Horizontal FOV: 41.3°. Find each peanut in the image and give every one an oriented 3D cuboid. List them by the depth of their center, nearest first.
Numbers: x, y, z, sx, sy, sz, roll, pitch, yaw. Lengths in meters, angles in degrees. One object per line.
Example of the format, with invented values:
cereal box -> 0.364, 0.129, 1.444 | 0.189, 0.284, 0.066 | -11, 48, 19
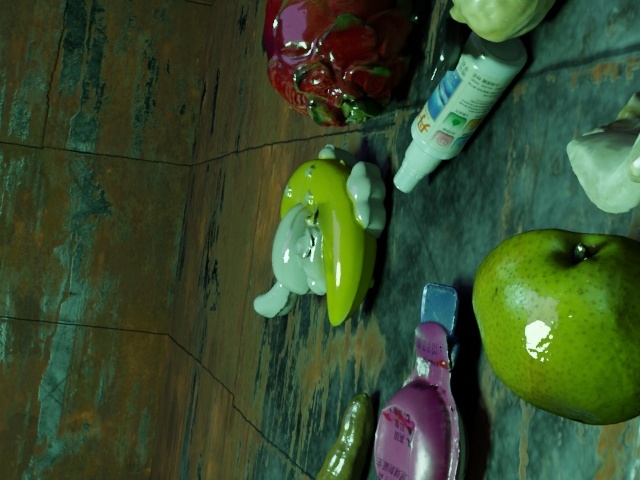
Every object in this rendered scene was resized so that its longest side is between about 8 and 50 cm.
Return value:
peanut -> 0.161, -0.304, 0.739 | 0.101, 0.117, 0.263 | 16, -97, -76

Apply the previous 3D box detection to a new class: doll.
doll -> 0.000, 0.000, 1.114 | 0.237, 0.111, 0.252 | 17, 98, 56

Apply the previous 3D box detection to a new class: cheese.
cheese -> 0.102, 0.163, 0.812 | 0.155, 0.062, 0.245 | -176, 94, -71

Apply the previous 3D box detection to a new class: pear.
pear -> 0.163, 0.063, 0.539 | 0.141, 0.141, 0.104 | 127, 163, -56

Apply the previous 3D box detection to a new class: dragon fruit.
dragon fruit -> 0.024, -0.261, 1.042 | 0.192, 0.193, 0.274 | 73, -164, -66

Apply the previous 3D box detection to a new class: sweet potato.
sweet potato -> 0.028, 0.265, 1.010 | 0.053, 0.053, 0.182 | 46, 124, 56

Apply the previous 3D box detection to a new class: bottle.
bottle -> 0.128, -0.119, 0.847 | 0.217, 0.060, 0.060 | 120, 151, -50

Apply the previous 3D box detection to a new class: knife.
knife -> 0.124, -0.197, 0.848 | 0.245, 0.019, 0.072 | -73, -1, -62

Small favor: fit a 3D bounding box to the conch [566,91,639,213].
conch -> 0.233, -0.064, 0.328 | 0.186, 0.324, 0.263 | 54, 163, -15
